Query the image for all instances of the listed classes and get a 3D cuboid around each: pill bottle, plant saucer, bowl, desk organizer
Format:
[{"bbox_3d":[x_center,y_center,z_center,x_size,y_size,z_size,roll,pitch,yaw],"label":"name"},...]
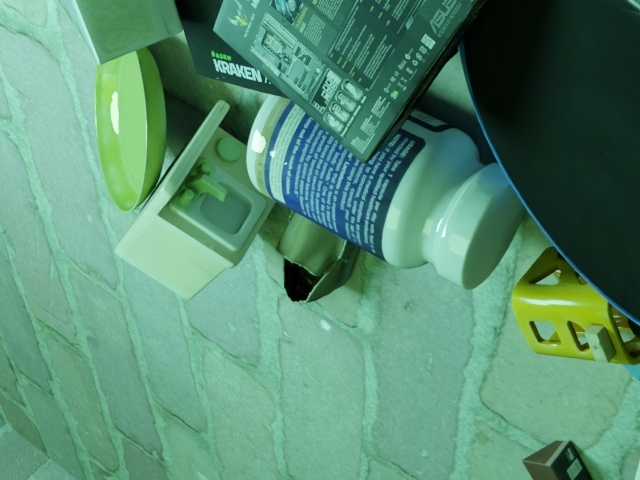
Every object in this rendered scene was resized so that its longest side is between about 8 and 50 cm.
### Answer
[{"bbox_3d":[0.068,-0.064,1.083,0.264,0.153,0.153,29,145,26],"label":"pill bottle"},{"bbox_3d":[-0.243,-0.156,1.366,0.241,0.037,0.241,23,116,61],"label":"plant saucer"},{"bbox_3d":[0.239,-0.080,0.804,0.391,0.077,0.391,54,167,18],"label":"bowl"},{"bbox_3d":[0.308,0.310,1.329,0.050,0.047,0.130,-3,124,54],"label":"desk organizer"}]

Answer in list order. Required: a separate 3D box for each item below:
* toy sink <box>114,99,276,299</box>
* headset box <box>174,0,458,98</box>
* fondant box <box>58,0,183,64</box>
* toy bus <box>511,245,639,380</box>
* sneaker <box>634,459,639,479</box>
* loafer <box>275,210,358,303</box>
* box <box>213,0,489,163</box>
[{"bbox_3d":[-0.141,-0.043,1.335,0.131,0.153,0.234,34,150,-10],"label":"toy sink"},{"bbox_3d":[-0.026,-0.282,0.967,0.246,0.131,0.283,20,139,36],"label":"headset box"},{"bbox_3d":[-0.260,-0.356,1.070,0.330,0.096,0.238,50,161,49],"label":"fondant box"},{"bbox_3d":[0.285,0.069,1.024,0.191,0.104,0.202,36,148,15],"label":"toy bus"},{"bbox_3d":[0.400,0.248,1.116,0.121,0.079,0.217,24,141,34],"label":"sneaker"},{"bbox_3d":[0.000,0.000,1.299,0.094,0.087,0.251,33,147,20],"label":"loafer"},{"bbox_3d":[0.021,-0.189,0.838,0.183,0.059,0.233,41,148,5],"label":"box"}]
